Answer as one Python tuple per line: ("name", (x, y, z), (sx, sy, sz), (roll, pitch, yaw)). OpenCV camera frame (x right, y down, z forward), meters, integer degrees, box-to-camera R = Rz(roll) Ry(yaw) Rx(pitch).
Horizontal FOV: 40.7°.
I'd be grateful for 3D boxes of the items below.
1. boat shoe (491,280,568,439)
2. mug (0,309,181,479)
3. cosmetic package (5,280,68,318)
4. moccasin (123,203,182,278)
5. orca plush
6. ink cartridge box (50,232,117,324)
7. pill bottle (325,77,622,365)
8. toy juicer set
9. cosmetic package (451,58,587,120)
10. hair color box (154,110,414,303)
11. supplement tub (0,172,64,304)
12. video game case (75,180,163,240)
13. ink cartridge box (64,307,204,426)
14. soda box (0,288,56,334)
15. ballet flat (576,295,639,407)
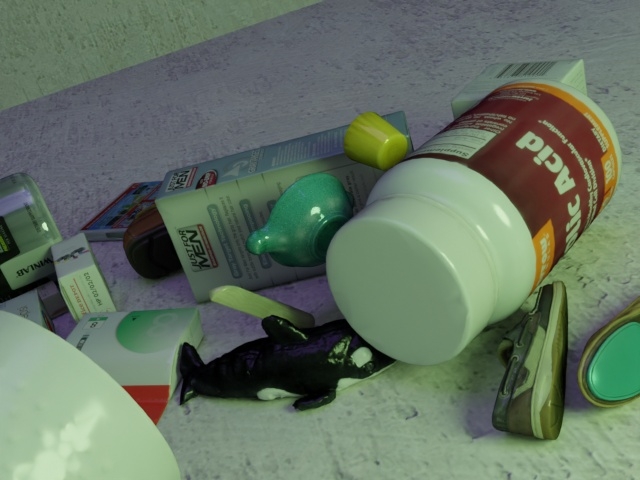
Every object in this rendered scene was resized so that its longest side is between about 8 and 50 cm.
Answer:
("boat shoe", (0.226, 0.120, 0.929), (0.074, 0.080, 0.223), (-1, 35, 20))
("mug", (-0.290, 0.289, 0.751), (0.374, 0.276, 0.328), (26, 51, 18))
("cosmetic package", (-0.477, 0.115, 1.408), (0.115, 0.041, 0.060), (-26, 27, -17))
("moccasin", (-0.145, -0.056, 1.448), (0.380, 0.139, 0.147), (-25, 35, 5))
("orca plush", (-0.053, 0.124, 1.065), (0.287, 0.102, 0.151), (-3, 30, 27))
("ink cartridge box", (-0.368, 0.072, 1.353), (0.062, 0.104, 0.181), (-24, 28, -11))
("pill bottle", (0.195, -0.033, 1.060), (0.224, 0.224, 0.392), (6, 32, 39))
("toy juicer set", (0.000, 0.000, 1.146), (0.329, 0.209, 0.089), (-45, 49, -12))
("cosmetic package", (0.307, -0.157, 1.291), (0.151, 0.183, 0.151), (4, 32, 36))
("hair color box", (-0.033, -0.048, 1.287), (0.375, 0.185, 0.113), (-14, 27, 8))
("supplement tub", (-0.606, 0.038, 1.450), (0.338, 0.207, 0.207), (-27, 28, -16))
("video game case", (-0.302, -0.063, 1.661), (0.285, 0.025, 0.204), (-2, 31, 28))
("ink cartridge box", (-0.275, 0.173, 1.148), (0.181, 0.056, 0.224), (-4, 27, 16))
("soda box", (-0.428, 0.155, 1.266), (0.069, 0.073, 0.216), (-23, 27, -11))
("ballet flat", (0.337, 0.107, 0.919), (0.232, 0.080, 0.073), (-29, 1, -27))
